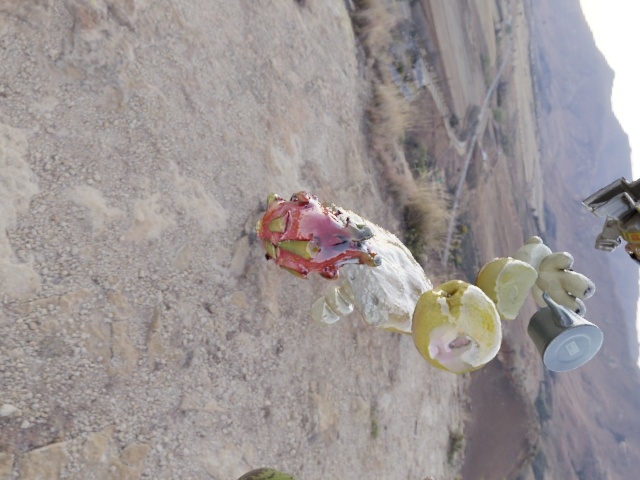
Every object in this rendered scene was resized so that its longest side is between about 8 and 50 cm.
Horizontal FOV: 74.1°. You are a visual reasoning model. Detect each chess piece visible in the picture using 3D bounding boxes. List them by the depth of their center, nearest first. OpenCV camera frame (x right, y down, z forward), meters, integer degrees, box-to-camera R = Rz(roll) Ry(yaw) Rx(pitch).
[{"bbox_3d":[0.092,0.214,1.621,0.167,0.299,0.167,47,15,-16],"label":"chess piece"}]

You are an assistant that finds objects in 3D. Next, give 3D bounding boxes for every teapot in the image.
[{"bbox_3d":[0.634,0.249,1.147,0.149,0.162,0.239,-110,176,-58],"label":"teapot"}]

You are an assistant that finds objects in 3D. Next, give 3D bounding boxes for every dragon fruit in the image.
[{"bbox_3d":[0.000,0.000,0.681,0.150,0.207,0.133,35,73,-85],"label":"dragon fruit"}]

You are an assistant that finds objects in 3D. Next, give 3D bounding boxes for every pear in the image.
[{"bbox_3d":[0.256,0.160,0.807,0.178,0.178,0.178,16,71,-57],"label":"pear"}]

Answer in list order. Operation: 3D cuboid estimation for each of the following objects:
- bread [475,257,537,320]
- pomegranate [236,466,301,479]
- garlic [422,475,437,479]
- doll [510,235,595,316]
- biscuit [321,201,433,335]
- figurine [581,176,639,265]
[{"bbox_3d":[0.437,0.106,1.019,0.125,0.086,0.156,37,83,-22],"label":"bread"},{"bbox_3d":[-0.122,0.637,0.910,0.341,0.284,0.285,77,25,-53],"label":"pomegranate"},{"bbox_3d":[0.203,0.517,0.784,0.099,0.174,0.124,15,35,-49],"label":"garlic"},{"bbox_3d":[0.716,0.121,1.311,0.149,0.175,0.278,28,16,-31],"label":"doll"},{"bbox_3d":[0.218,0.102,1.305,0.446,0.104,0.429,23,34,-38],"label":"biscuit"},{"bbox_3d":[0.776,-0.020,0.977,0.143,0.308,0.308,-49,139,2],"label":"figurine"}]
